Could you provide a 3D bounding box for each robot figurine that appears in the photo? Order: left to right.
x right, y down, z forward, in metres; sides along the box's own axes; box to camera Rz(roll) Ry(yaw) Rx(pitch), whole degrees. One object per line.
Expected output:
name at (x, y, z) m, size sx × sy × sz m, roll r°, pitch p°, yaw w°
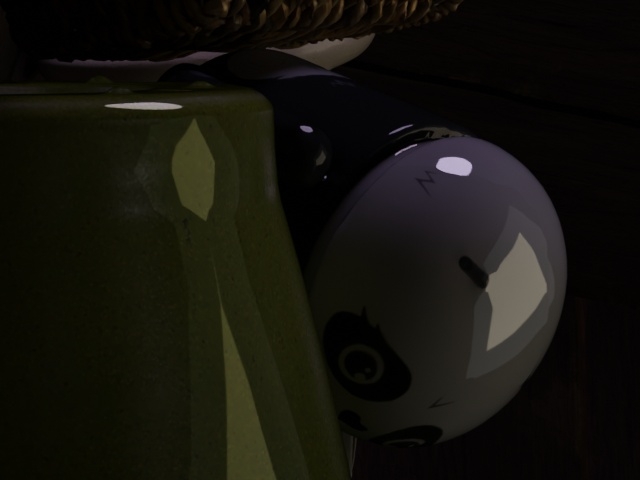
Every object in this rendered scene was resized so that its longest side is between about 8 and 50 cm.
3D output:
robot figurine at (-0.002, 0.001, 0.930) m, size 0.209 × 0.278 × 0.173 m, roll -5°, pitch 115°, yaw -46°

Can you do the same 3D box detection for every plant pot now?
plant pot at (-0.136, 0.106, 0.761) m, size 0.366 × 0.367 × 0.352 m, roll -107°, pitch -162°, yaw -83°

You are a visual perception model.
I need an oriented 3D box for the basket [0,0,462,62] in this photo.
basket at (-0.069, -0.254, 0.993) m, size 0.213 × 0.223 × 0.299 m, roll -4°, pitch -84°, yaw 43°

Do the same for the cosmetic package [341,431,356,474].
cosmetic package at (-0.147, 0.124, 0.997) m, size 0.113 × 0.310 × 0.160 m, roll -83°, pitch -170°, yaw -60°

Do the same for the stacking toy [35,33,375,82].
stacking toy at (-0.140, -0.392, 1.737) m, size 0.350 × 0.351 × 0.479 m, roll -92°, pitch 175°, yaw -76°
